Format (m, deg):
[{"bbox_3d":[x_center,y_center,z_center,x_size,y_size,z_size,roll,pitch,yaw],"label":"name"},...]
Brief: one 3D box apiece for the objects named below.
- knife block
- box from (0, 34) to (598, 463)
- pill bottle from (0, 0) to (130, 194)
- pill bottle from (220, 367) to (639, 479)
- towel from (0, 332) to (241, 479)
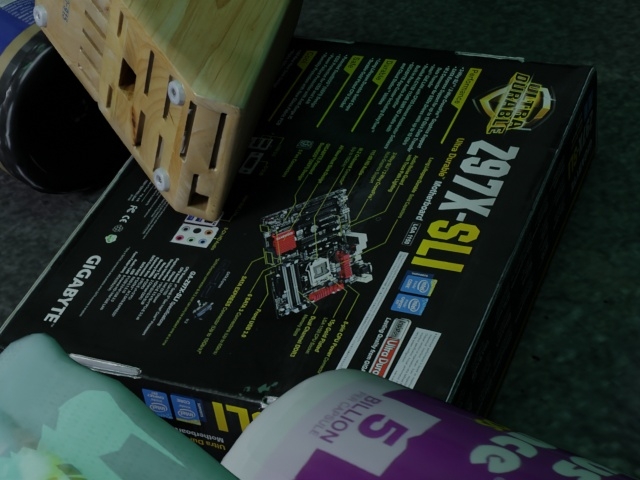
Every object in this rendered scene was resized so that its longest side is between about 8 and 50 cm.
[{"bbox_3d":[-0.043,-0.157,0.897,0.242,0.088,0.276,-18,53,-30],"label":"knife block"},{"bbox_3d":[0.000,0.000,0.842,0.257,0.079,0.322,10,44,20],"label":"box"},{"bbox_3d":[-0.228,-0.127,1.000,0.123,0.123,0.219,-36,46,-27],"label":"pill bottle"},{"bbox_3d":[0.102,0.173,0.548,0.301,0.169,0.169,20,49,30],"label":"pill bottle"},{"bbox_3d":[-0.043,0.252,0.368,0.374,0.090,0.320,39,70,8],"label":"towel"}]
